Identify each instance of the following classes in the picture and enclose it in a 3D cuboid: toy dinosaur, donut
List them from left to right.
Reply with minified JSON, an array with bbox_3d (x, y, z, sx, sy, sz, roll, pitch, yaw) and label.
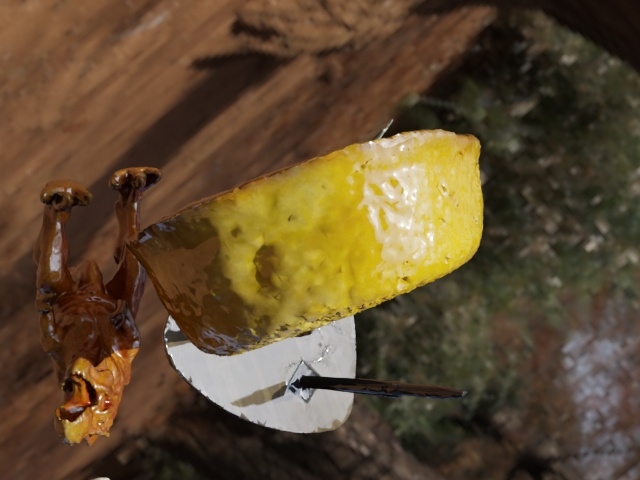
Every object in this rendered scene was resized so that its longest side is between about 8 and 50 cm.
[{"bbox_3d":[-0.192,0.038,1.227,0.432,0.097,0.208,-132,-130,-77],"label":"toy dinosaur"},{"bbox_3d":[0.001,0.000,1.060,0.277,0.108,0.277,-21,180,0],"label":"donut"}]

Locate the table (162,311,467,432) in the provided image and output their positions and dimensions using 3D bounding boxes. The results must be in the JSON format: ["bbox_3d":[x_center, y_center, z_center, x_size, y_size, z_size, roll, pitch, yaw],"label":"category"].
[{"bbox_3d":[0.002,0.096,1.805,0.249,0.317,0.317,-11,-160,49],"label":"table"}]

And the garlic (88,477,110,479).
[{"bbox_3d":[-0.130,0.241,0.875,0.131,0.194,0.127,-16,175,-20],"label":"garlic"}]

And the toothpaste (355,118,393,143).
[{"bbox_3d":[0.006,-0.066,1.753,0.218,0.041,0.064,-44,-177,19],"label":"toothpaste"}]
